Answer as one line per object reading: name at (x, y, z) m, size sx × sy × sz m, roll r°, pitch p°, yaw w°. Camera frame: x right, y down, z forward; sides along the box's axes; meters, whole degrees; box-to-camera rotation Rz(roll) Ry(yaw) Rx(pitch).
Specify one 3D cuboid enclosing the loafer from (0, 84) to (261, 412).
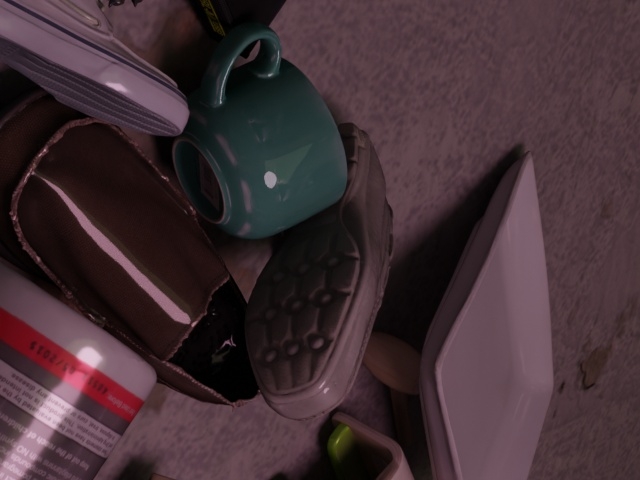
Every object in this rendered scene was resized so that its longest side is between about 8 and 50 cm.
loafer at (-0.129, 0.014, 1.189) m, size 0.134 × 0.130 × 0.366 m, roll -55°, pitch 142°, yaw -12°

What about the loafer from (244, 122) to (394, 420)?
loafer at (0.013, 0.031, 1.269) m, size 0.111 × 0.112 × 0.319 m, roll 60°, pitch 27°, yaw -34°

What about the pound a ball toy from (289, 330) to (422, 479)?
pound a ball toy at (0.075, 0.274, 1.585) m, size 0.208 × 0.135 × 0.319 m, roll -45°, pitch 140°, yaw -22°

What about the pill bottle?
pill bottle at (-0.270, 0.176, 1.082) m, size 0.318 × 0.176 × 0.176 m, roll -56°, pitch 143°, yaw -9°

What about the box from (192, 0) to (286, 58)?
box at (-0.034, -0.253, 1.164) m, size 0.191 × 0.045 × 0.184 m, roll -56°, pitch 163°, yaw -10°

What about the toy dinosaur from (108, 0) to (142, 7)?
toy dinosaur at (-0.132, -0.240, 1.096) m, size 0.268 × 0.064 × 0.118 m, roll -36°, pitch 129°, yaw -36°

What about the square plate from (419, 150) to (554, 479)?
square plate at (0.173, 0.140, 1.602) m, size 0.344 × 0.049 × 0.347 m, roll -62°, pitch 149°, yaw -46°

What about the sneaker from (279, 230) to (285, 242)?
sneaker at (0.000, 0.000, 1.418) m, size 0.109 × 0.040 × 0.044 m, roll -9°, pitch 132°, yaw -42°

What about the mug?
mug at (-0.061, -0.078, 1.208) m, size 0.097 × 0.129 × 0.158 m, roll -29°, pitch 97°, yaw -25°

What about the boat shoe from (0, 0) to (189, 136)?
boat shoe at (-0.174, -0.146, 1.033) m, size 0.226 × 0.083 × 0.076 m, roll 28°, pitch 72°, yaw -34°

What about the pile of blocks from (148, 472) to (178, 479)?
pile of blocks at (-0.218, 0.366, 1.340) m, size 0.112 × 0.149 × 0.362 m, roll 20°, pitch 86°, yaw -10°

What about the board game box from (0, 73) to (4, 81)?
board game box at (-0.303, -0.089, 1.008) m, size 0.186 × 0.026 × 0.126 m, roll 28°, pitch 88°, yaw -53°
